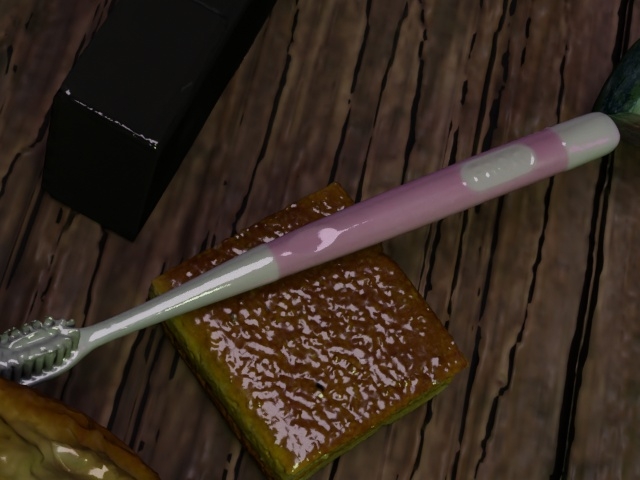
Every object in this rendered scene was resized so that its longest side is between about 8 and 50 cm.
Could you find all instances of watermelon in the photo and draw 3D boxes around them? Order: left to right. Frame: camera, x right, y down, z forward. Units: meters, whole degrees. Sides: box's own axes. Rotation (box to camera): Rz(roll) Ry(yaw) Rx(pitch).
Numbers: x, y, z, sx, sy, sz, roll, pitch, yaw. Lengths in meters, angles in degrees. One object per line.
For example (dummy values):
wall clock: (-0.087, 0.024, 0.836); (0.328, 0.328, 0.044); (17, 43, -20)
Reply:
watermelon: (0.163, -0.066, 0.651); (0.072, 0.084, 0.092); (38, 40, 16)

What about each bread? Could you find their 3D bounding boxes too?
bread: (-0.006, 0.036, 0.585); (0.090, 0.035, 0.094); (-30, 75, -25)

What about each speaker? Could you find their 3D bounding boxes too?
speaker: (-0.042, -0.110, 0.623); (0.044, 0.082, 0.218); (27, 61, 0)

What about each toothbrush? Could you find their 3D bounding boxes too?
toothbrush: (0.000, 0.000, 0.569); (0.286, 0.025, 0.020); (-21, 72, -23)

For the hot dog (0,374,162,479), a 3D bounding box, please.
hot dog: (-0.063, 0.161, 0.466); (0.259, 0.114, 0.175); (35, 56, 2)
